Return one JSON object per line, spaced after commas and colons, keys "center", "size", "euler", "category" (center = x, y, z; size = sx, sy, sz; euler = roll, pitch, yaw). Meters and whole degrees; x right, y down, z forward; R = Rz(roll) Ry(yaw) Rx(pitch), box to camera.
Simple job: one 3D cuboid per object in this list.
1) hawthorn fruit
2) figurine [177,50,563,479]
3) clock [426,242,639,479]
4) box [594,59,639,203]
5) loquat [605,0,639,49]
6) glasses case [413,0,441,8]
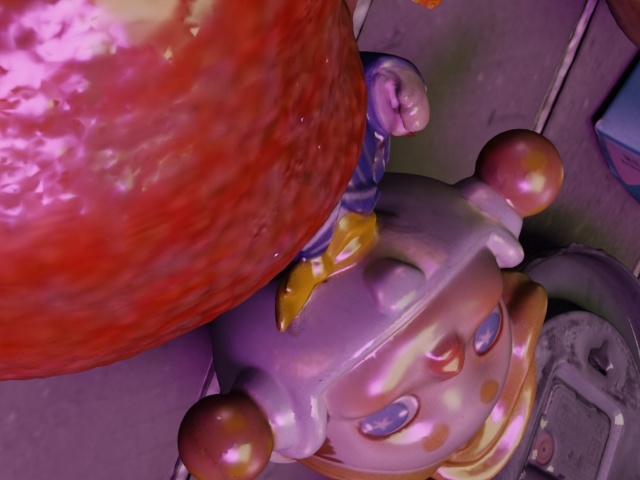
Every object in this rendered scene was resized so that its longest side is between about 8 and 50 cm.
{"center": [-0.121, -0.055, 0.393], "size": [0.262, 0.210, 0.211], "euler": [-18, 130, -22], "category": "hawthorn fruit"}
{"center": [-0.009, 0.005, 0.623], "size": [0.274, 0.133, 0.194], "euler": [33, 88, -43], "category": "figurine"}
{"center": [0.118, 0.114, 0.831], "size": [0.226, 0.049, 0.226], "euler": [-3, 94, -47], "category": "clock"}
{"center": [0.317, -0.120, 0.814], "size": [0.311, 0.205, 0.118], "euler": [-56, 141, 0], "category": "box"}
{"center": [0.214, -0.161, 0.726], "size": [0.195, 0.152, 0.152], "euler": [-53, 144, -17], "category": "loquat"}
{"center": [0.087, -0.186, 0.545], "size": [0.049, 0.075, 0.218], "euler": [18, 127, -43], "category": "glasses case"}
